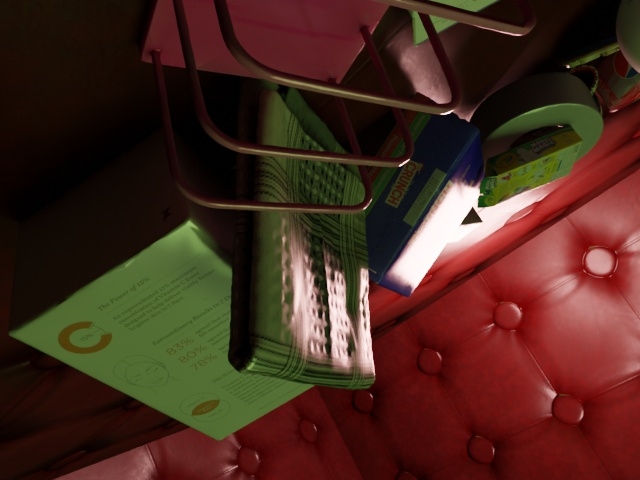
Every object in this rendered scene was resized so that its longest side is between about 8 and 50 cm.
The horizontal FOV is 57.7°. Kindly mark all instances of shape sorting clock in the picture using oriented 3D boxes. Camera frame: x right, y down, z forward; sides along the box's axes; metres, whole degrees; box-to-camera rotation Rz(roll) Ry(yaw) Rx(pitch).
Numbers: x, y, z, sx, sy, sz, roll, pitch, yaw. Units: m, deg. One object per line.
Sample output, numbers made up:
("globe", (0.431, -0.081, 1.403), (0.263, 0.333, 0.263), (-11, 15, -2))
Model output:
("shape sorting clock", (0.492, -0.322, 0.928), (0.206, 0.040, 0.206), (-26, -171, 5))

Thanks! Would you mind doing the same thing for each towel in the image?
("towel", (0.000, 0.000, 0.668), (0.056, 0.325, 0.312), (-10, 159, 24))

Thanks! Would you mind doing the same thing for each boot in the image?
("boot", (0.434, -0.234, 1.136), (0.236, 0.085, 0.178), (-30, 156, 15))

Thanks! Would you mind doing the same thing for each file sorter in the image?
("file sorter", (0.012, -0.169, 0.416), (0.202, 0.182, 0.291), (-1, 150, -31))

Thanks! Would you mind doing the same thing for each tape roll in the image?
("tape roll", (0.377, -0.194, 1.034), (0.219, 0.072, 0.219), (-6, 152, -3))

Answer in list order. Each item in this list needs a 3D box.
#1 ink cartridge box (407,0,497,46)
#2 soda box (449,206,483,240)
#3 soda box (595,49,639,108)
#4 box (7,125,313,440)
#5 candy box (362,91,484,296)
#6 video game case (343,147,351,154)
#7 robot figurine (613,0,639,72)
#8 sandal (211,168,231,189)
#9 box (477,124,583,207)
("ink cartridge box", (0.169, -0.308, 0.561), (0.206, 0.045, 0.208), (-28, 161, -1))
("soda box", (0.262, -0.048, 1.346), (0.091, 0.098, 0.286), (-41, 160, 34))
("soda box", (0.606, -0.358, 1.041), (0.092, 0.084, 0.263), (-22, 162, -20))
("box", (-0.151, 0.072, 0.703), (0.215, 0.168, 0.345), (-32, 136, 8))
("candy box", (0.155, -0.053, 0.977), (0.268, 0.122, 0.317), (-56, 162, 1))
("video game case", (-0.028, -0.004, 0.969), (0.269, 0.061, 0.244), (-45, 162, -3))
("robot figurine", (0.451, -0.302, 0.705), (0.209, 0.174, 0.278), (-16, -152, 35))
("sandal", (-0.214, -0.008, 0.787), (0.254, 0.055, 0.097), (-35, 162, 19))
("box", (0.349, -0.121, 1.000), (0.179, 0.043, 0.105), (-24, 151, -4))
